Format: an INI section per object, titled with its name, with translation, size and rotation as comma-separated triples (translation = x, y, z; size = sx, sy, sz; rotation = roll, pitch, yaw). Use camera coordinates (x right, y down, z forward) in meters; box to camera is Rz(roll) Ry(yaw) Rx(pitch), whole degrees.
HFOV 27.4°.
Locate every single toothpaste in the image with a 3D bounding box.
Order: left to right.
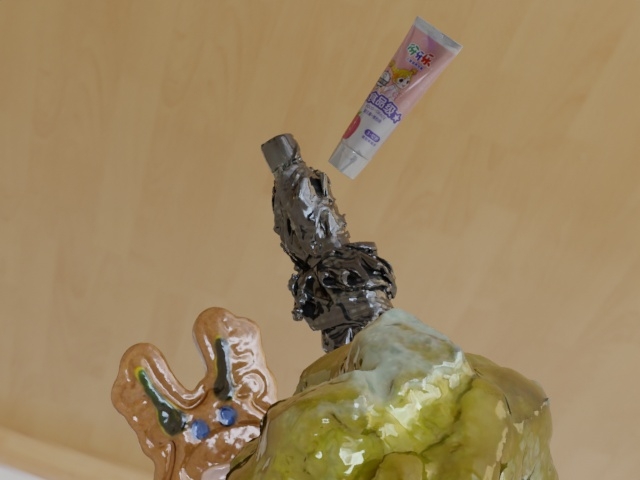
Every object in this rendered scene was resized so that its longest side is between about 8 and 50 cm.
[toothpaste]
translation = 0.080, -0.158, 1.494
size = 0.067, 0.194, 0.043
rotation = 38, -171, 20

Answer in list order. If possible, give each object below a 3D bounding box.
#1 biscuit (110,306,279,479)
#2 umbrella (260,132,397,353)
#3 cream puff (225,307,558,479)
[biscuit]
translation = -0.112, 0.252, 1.554
size = 0.202, 0.333, 0.047
rotation = -23, 175, -10
[umbrella]
translation = 0.009, -0.003, 1.800
size = 0.154, 0.336, 0.128
rotation = -20, 169, 30
[cream puff]
translation = 0.047, 0.252, 1.110
size = 0.276, 0.378, 0.378
rotation = 1, 138, 22
